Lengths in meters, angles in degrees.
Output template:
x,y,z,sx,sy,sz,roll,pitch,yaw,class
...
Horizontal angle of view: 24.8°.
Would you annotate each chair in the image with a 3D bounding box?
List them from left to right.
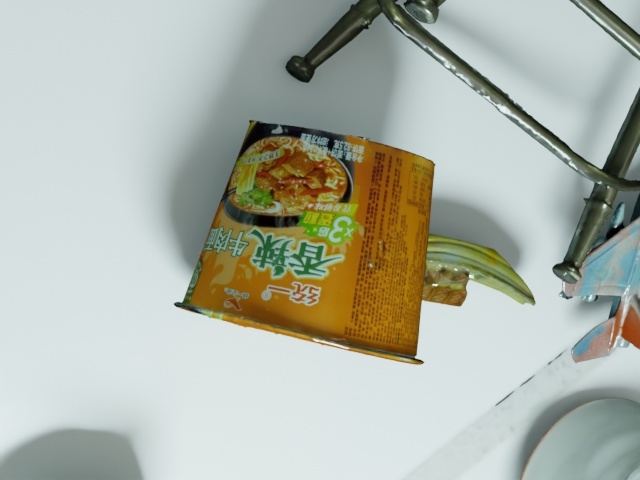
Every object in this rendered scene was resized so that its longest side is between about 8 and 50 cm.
x,y,z,sx,sy,sz,roll,pitch,yaw,class
0.267,-0.226,1.269,0.362,0.365,0.410,36,79,-12,chair

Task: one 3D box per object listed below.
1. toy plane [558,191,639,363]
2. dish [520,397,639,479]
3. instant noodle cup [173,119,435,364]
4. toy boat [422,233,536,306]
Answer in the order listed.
x,y,z,sx,sy,sz,roll,pitch,yaw,class
0.354,-0.023,1.487,0.223,0.104,0.326,8,95,-22,toy plane
0.328,0.298,1.522,0.260,0.085,0.260,1,89,-31,dish
0.000,0.000,1.307,0.230,0.230,0.182,14,88,-22,instant noodle cup
0.132,0.032,1.437,0.172,0.065,0.066,12,84,-17,toy boat
